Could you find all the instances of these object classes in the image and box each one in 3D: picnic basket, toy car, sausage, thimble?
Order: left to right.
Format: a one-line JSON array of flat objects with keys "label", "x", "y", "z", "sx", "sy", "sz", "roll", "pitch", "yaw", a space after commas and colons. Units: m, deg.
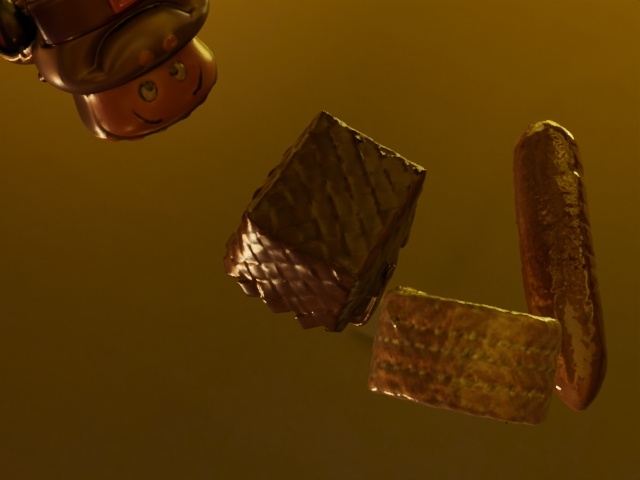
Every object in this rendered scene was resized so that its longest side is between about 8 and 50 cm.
[{"label": "toy car", "x": -0.269, "y": -0.264, "z": 1.564, "sx": 0.271, "sy": 0.240, "sz": 0.341, "roll": -37, "pitch": -143, "yaw": -19}, {"label": "picnic basket", "x": 0.000, "y": 0.000, "z": 2.057, "sx": 0.291, "sy": 0.254, "sz": 0.321, "roll": -55, "pitch": 173, "yaw": -30}, {"label": "thimble", "x": 0.179, "y": 0.146, "z": 1.642, "sx": 0.196, "sy": 0.229, "sz": 0.148, "roll": 75, "pitch": 25, "yaw": -86}, {"label": "sausage", "x": 0.390, "y": 0.030, "z": 2.162, "sx": 0.136, "sy": 0.123, "sz": 0.500, "roll": 49, "pitch": 35, "yaw": -64}]
